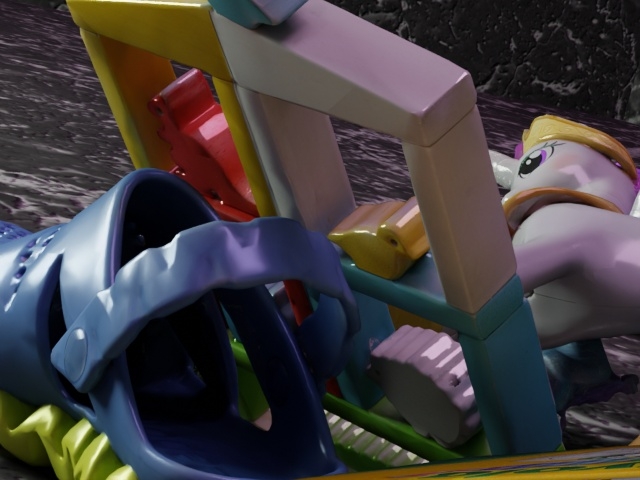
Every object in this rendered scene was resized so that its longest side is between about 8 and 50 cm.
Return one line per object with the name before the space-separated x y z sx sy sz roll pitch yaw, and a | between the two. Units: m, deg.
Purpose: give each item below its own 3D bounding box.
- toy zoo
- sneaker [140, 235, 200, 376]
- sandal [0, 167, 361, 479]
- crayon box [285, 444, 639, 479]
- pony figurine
toy zoo | 0.000 0.000 0.729 0.192 0.293 0.030 22 53 42
sneaker | -0.071 0.026 0.952 0.083 0.087 0.221 51 -12 -7
sandal | -0.074 0.034 0.749 0.126 0.138 0.317 3 13 -36
crayon box | 0.117 0.099 0.523 0.278 0.081 0.165 -9 -6 38
pony figurine | 0.205 0.018 0.976 0.351 0.303 0.363 8 23 16
